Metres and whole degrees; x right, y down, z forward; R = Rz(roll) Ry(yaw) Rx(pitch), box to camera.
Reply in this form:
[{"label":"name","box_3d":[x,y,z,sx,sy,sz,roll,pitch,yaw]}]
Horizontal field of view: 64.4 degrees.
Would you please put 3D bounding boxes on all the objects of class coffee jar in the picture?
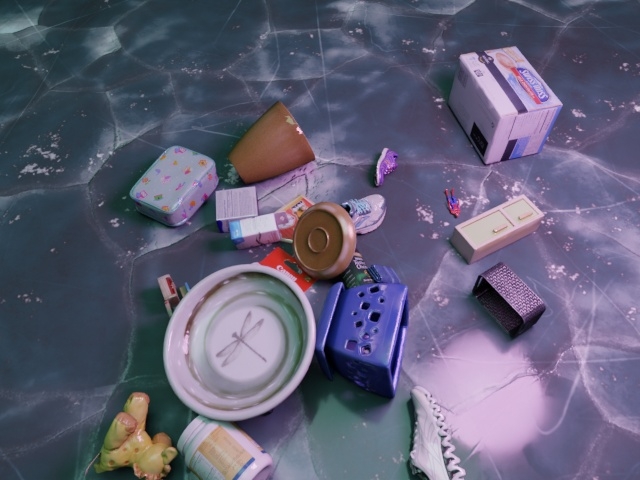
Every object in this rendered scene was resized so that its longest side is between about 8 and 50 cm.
[{"label":"coffee jar","box_3d":[0.106,0.103,1.515,0.096,0.079,0.184,2,45,-42]}]

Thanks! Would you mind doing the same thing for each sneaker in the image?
[{"label":"sneaker","box_3d":[0.233,-0.259,1.784,0.071,0.068,0.170,19,57,8]},{"label":"sneaker","box_3d":[0.110,-0.080,1.621,0.283,0.122,0.110,-34,61,-26]},{"label":"sneaker","box_3d":[0.263,0.497,1.232,0.118,0.110,0.292,-17,55,1]}]

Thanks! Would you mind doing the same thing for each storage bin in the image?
[{"label":"storage bin","box_3d":[0.528,0.166,1.435,0.084,0.122,0.180,-29,59,-17]}]

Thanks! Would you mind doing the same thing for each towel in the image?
[{"label":"towel","box_3d":[0.190,0.105,1.508,0.029,0.119,0.067,-45,58,21]}]

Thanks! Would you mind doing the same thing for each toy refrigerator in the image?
[{"label":"toy refrigerator","box_3d":[0.555,-0.039,1.597,0.269,0.094,0.102,-23,57,-14]}]

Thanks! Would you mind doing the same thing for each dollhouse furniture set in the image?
[{"label":"dollhouse furniture set","box_3d":[-0.385,0.159,1.476,0.129,0.129,0.184,-23,57,-14]}]

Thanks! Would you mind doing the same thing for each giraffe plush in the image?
[{"label":"giraffe plush","box_3d":[-0.433,0.503,1.233,0.170,0.181,0.210,27,47,-5]}]

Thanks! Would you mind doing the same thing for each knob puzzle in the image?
[{"label":"knob puzzle","box_3d":[-0.063,-0.062,1.679,0.213,0.030,0.213,-1,55,1]}]

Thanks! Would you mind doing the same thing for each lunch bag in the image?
[{"label":"lunch bag","box_3d":[-0.497,-0.192,1.742,0.223,0.108,0.279,20,57,19]}]

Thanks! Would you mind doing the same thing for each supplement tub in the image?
[{"label":"supplement tub","box_3d":[-0.228,0.516,1.210,0.199,0.144,0.144,34,63,23]}]

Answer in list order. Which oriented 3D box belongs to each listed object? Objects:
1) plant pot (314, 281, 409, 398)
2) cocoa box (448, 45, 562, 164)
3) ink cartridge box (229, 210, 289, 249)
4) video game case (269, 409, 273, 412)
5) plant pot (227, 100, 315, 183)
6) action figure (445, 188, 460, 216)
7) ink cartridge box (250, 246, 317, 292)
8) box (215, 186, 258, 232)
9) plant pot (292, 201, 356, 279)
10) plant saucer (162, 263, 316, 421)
[{"label":"plant pot","box_3d":[0.109,0.253,1.336,0.212,0.236,0.236,7,56,16]},{"label":"cocoa box","box_3d":[0.647,-0.489,1.824,0.227,0.232,0.347,-13,56,-7]},{"label":"ink cartridge box","box_3d":[-0.187,-0.031,1.603,0.180,0.104,0.060,-12,70,0]},{"label":"video game case","box_3d":[-0.161,0.299,1.394,0.196,0.026,0.274,20,73,16]},{"label":"plant pot","box_3d":[-0.185,-0.312,1.760,0.254,0.237,0.237,-34,59,-3]},{"label":"action figure","box_3d":[0.445,-0.125,1.703,0.038,0.030,0.115,-3,57,-6]},{"label":"ink cartridge box","box_3d":[-0.147,0.126,1.537,0.189,0.066,0.232,34,67,23]},{"label":"box","box_3d":[-0.276,-0.103,1.691,0.137,0.072,0.126,-7,55,-3]},{"label":"plant pot","box_3d":[0.000,0.000,1.523,0.236,0.032,0.237,-2,86,37]},{"label":"plant saucer","box_3d":[-0.199,0.261,1.308,0.400,0.101,0.401,-6,62,11]}]
